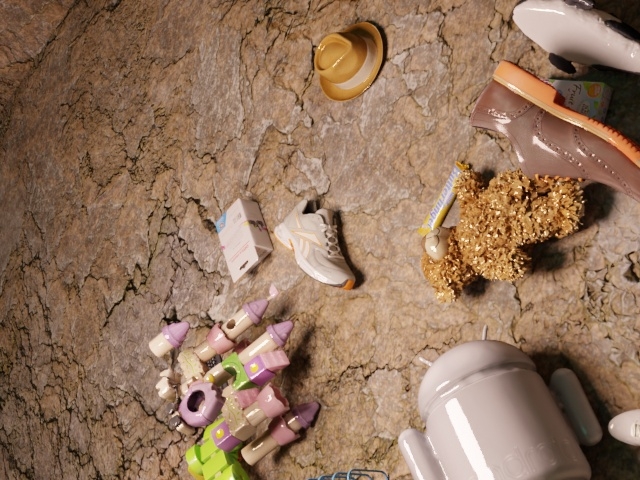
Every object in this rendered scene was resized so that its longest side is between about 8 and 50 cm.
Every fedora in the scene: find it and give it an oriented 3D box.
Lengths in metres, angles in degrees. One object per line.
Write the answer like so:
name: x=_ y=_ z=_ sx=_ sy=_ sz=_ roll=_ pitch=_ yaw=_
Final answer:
fedora: x=0.047 y=-0.397 z=1.760 sx=0.194 sy=0.079 sz=0.194 roll=-14 pitch=70 yaw=43

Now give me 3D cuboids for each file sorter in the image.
file sorter: x=0.037 y=0.493 z=1.513 sx=0.170 sy=0.118 sz=0.104 roll=-27 pitch=58 yaw=40

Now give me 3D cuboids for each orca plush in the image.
orca plush: x=0.459 y=-0.347 z=1.295 sx=0.287 sy=0.151 sz=0.102 roll=20 pitch=56 yaw=39

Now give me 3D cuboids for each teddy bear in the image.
teddy bear: x=0.295 y=-0.030 z=1.378 sx=0.338 sy=0.113 sz=0.245 roll=-19 pitch=64 yaw=42

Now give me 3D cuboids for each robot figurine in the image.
robot figurine: x=0.276 y=0.300 z=1.242 sx=0.300 sy=0.200 sz=0.353 roll=-20 pitch=55 yaw=-4

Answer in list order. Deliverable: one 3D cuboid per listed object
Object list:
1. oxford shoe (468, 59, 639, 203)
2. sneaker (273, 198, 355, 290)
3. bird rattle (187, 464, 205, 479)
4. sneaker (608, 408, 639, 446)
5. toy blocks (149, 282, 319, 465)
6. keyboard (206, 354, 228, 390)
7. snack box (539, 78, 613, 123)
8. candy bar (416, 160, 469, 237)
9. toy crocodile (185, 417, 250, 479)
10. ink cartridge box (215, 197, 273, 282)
oxford shoe: x=0.393 y=-0.132 z=1.252 sx=0.363 sy=0.130 sz=0.133 roll=42 pitch=107 yaw=26
sneaker: x=0.000 y=0.000 z=1.699 sx=0.121 sy=0.099 sz=0.262 roll=-57 pitch=47 yaw=13
bird rattle: x=-0.238 y=0.584 z=1.732 sx=0.253 sy=0.207 sz=0.143 roll=34 pitch=123 yaw=55
sneaker: x=0.474 y=0.268 z=1.145 sx=0.152 sy=0.061 sz=0.054 roll=-6 pitch=77 yaw=47
toy blocks: x=-0.153 y=0.252 z=1.653 sx=0.260 sy=0.309 sz=0.288 roll=-38 pitch=49 yaw=6
keyboard: x=-0.270 y=0.337 z=1.949 sx=0.108 sy=0.023 sz=0.180 roll=-43 pitch=51 yaw=31
snack box: x=0.408 y=-0.217 z=1.358 sx=0.141 sy=0.037 sz=0.100 roll=18 pitch=94 yaw=47
candy bar: x=0.233 y=-0.075 z=1.524 sx=0.040 sy=0.018 sz=0.161 roll=42 pitch=111 yaw=44
toy crocodile: x=-0.200 y=0.488 z=1.679 sx=0.115 sy=0.105 sz=0.340 roll=-39 pitch=28 yaw=9
ink cartridge box: x=-0.176 y=0.004 z=1.906 sx=0.104 sy=0.061 sz=0.181 roll=-43 pitch=51 yaw=31
